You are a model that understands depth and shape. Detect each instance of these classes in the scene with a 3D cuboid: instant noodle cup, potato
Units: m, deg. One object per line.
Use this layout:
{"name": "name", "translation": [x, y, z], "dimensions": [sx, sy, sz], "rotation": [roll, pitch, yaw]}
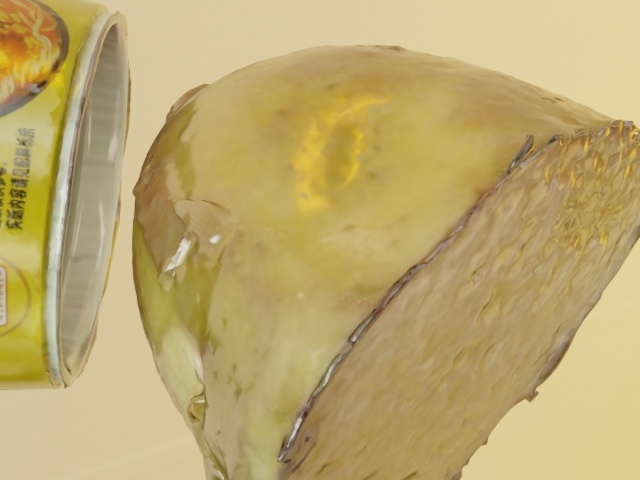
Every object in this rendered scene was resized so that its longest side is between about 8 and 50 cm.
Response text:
{"name": "instant noodle cup", "translation": [-0.266, -0.042, 0.793], "dimensions": [0.254, 0.325, 0.325], "rotation": [7, -73, -3]}
{"name": "potato", "translation": [0.000, 0.000, 0.685], "dimensions": [0.301, 0.237, 0.289], "rotation": [-49, -28, -10]}
